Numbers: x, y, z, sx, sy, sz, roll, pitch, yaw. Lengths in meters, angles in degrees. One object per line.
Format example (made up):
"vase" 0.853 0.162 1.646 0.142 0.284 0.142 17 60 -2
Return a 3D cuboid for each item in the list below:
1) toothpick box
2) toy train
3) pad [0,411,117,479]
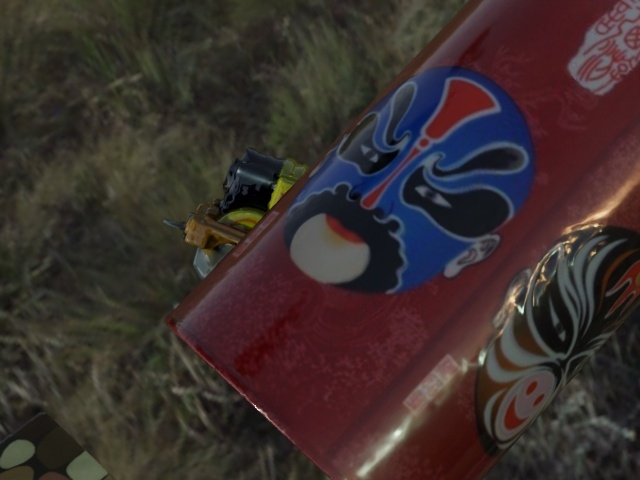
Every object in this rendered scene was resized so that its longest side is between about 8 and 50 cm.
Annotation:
"toothpick box" 0.093 -0.005 0.779 0.333 0.204 0.204 -47 47 -8
"toy train" 0.000 0.000 0.921 0.219 0.127 0.089 20 12 -1
"pad" -0.248 0.275 1.216 0.158 0.235 0.003 -39 34 -4
